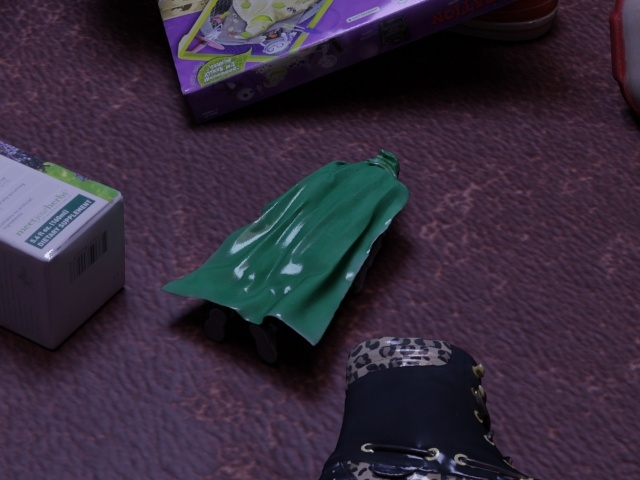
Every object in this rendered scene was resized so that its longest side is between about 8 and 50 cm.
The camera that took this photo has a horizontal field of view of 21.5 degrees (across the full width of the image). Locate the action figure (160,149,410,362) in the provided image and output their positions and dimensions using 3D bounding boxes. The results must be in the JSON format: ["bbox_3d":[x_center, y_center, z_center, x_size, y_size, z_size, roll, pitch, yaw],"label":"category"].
[{"bbox_3d":[0.000,0.000,1.311,0.137,0.063,0.232,22,47,25],"label":"action figure"}]

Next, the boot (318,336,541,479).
[{"bbox_3d":[0.115,0.145,1.126,0.236,0.085,0.178,6,37,4],"label":"boot"}]

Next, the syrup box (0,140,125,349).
[{"bbox_3d":[-0.271,-0.018,1.292,0.237,0.096,0.093,23,44,22],"label":"syrup box"}]

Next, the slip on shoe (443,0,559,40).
[{"bbox_3d":[0.065,-0.268,1.612,0.331,0.101,0.123,8,41,9],"label":"slip on shoe"}]

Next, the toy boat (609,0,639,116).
[{"bbox_3d":[0.360,-0.188,1.526,0.231,0.151,0.151,-7,11,-12],"label":"toy boat"}]

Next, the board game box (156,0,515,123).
[{"bbox_3d":[0.023,-0.248,1.519,0.347,0.056,0.208,-20,46,3],"label":"board game box"}]
